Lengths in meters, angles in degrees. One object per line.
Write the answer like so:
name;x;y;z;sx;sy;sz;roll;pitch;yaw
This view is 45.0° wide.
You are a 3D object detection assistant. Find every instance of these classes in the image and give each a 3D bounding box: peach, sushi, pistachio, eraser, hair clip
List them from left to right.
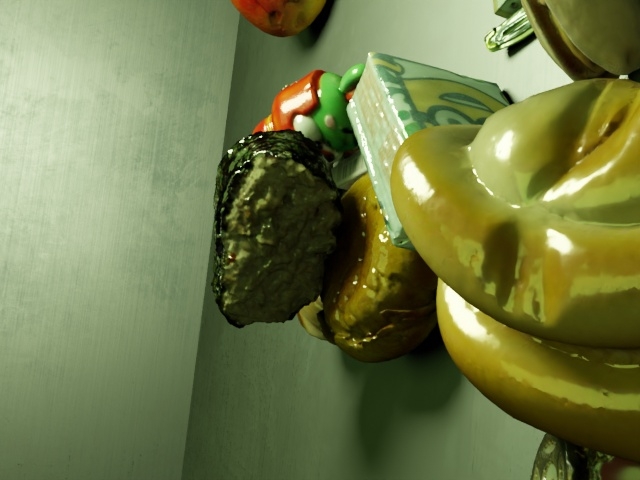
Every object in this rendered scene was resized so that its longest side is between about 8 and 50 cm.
sushi;-0.080;-0.010;1.300;0.170;0.211;0.350;-114;36;-53
peach;-0.111;-0.705;1.988;0.373;0.290;0.372;-170;90;-78
pistachio;0.022;0.106;1.536;0.165;0.130;0.210;-30;62;11
eraser;0.114;-0.140;1.439;0.352;0.089;0.061;158;121;-66
hair clip;0.298;-0.320;1.093;0.188;0.033;0.060;144;129;-60
pistachio;0.301;-0.281;0.889;0.126;0.152;0.223;-37;63;61

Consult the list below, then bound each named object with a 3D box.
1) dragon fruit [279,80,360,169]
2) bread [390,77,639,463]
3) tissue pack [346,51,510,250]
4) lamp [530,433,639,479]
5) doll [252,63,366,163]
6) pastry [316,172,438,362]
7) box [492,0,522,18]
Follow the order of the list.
dragon fruit;-0.007;-0.221;1.650;0.200;0.198;0.269;-4;-70;-66
bread;0.268;-0.015;0.582;0.424;0.329;0.245;1;120;47
tissue pack;0.180;-0.110;1.047;0.310;0.228;0.128;-105;31;-46
lamp;0.291;0.218;0.649;0.227;0.227;0.226;-171;90;-70
doll;0.000;-0.231;1.467;0.363;0.183;0.160;-25;61;20
pastry;0.103;0.034;1.294;0.356;0.164;0.355;-170;90;-74
box;0.307;-0.489;1.122;0.211;0.045;0.270;132;142;-56
